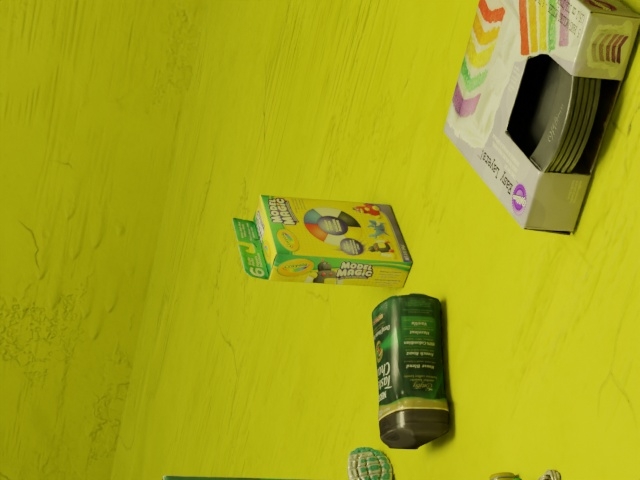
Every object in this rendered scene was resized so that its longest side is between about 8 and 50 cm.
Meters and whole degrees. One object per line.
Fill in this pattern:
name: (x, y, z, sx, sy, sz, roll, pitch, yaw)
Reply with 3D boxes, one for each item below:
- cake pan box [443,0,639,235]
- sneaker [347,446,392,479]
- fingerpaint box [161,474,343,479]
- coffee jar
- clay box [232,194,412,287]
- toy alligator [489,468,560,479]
cake pan box: (0.230, -0.169, 1.500, 0.267, 0.070, 0.246, -117, 34, -56)
sneaker: (0.066, 0.352, 1.869, 0.166, 0.065, 0.076, -103, 21, -45)
fingerpaint box: (-0.055, 0.464, 1.716, 0.445, 0.371, 0.163, 118, 151, -48)
coffee jar: (0.111, 0.165, 1.748, 0.096, 0.079, 0.184, 133, 137, -61)
clay box: (0.000, 0.000, 1.889, 0.127, 0.222, 0.053, -108, 30, -48)
toy alligator: (0.193, 0.280, 1.524, 0.190, 0.051, 0.056, 129, 141, -59)
